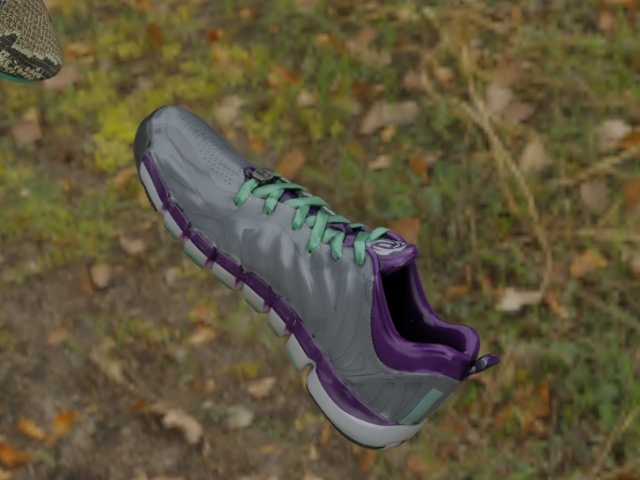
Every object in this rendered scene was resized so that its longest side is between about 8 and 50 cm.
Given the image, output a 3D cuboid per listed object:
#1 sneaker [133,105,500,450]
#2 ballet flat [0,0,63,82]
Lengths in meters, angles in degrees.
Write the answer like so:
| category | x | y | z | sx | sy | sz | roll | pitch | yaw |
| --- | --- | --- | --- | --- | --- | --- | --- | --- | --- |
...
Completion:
| category | x | y | z | sx | sy | sz | roll | pitch | yaw |
| --- | --- | --- | --- | --- | --- | --- | --- | --- | --- |
| sneaker | 0.000 | 0.000 | 0.877 | 0.223 | 0.098 | 0.083 | 49 | 35 | 1 |
| ballet flat | -0.469 | -0.344 | 1.795 | 0.483 | 0.182 | 0.164 | 29 | 35 | -16 |
